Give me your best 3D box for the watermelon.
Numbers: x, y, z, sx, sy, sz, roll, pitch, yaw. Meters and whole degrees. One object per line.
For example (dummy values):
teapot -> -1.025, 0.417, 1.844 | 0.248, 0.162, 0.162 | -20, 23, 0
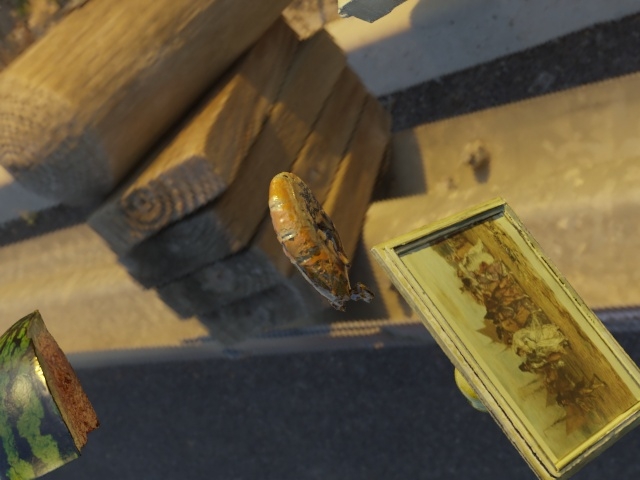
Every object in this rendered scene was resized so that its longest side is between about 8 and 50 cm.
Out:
watermelon -> -0.291, 0.176, 1.124 | 0.137, 0.192, 0.145 | 14, -175, -3

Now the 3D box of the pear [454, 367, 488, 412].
pear -> 0.194, 0.139, 1.252 | 0.092, 0.092, 0.096 | 8, 114, 35

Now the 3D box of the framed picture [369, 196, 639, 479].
framed picture -> 0.193, 0.083, 1.082 | 0.274, 0.217, 0.017 | 53, 134, 14

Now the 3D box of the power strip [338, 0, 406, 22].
power strip -> 0.072, -0.261, 1.159 | 0.048, 0.030, 0.191 | 18, 162, -28

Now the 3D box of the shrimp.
shrimp -> 0.003, -0.001, 1.339 | 0.052, 0.132, 0.187 | -23, 103, 30
